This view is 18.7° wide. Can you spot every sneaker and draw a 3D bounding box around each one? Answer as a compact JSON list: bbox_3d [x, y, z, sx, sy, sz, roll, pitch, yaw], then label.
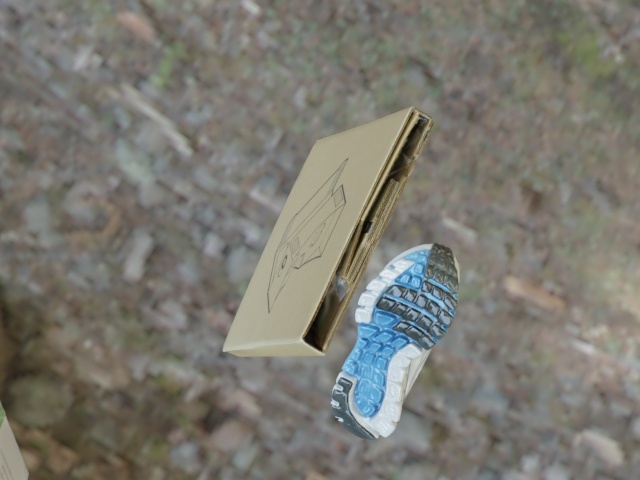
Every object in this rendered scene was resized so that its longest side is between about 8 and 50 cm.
[{"bbox_3d":[0.063,0.065,1.518,0.071,0.083,0.191,29,129,5],"label":"sneaker"}]

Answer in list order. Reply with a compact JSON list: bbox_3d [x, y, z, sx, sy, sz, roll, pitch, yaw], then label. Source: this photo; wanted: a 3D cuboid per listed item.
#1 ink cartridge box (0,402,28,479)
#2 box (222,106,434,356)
[{"bbox_3d":[-0.191,0.159,0.771,0.092,0.219,0.160,8,152,4],"label":"ink cartridge box"},{"bbox_3d":[0.000,0.000,1.263,0.021,0.164,0.201,28,169,-14],"label":"box"}]
